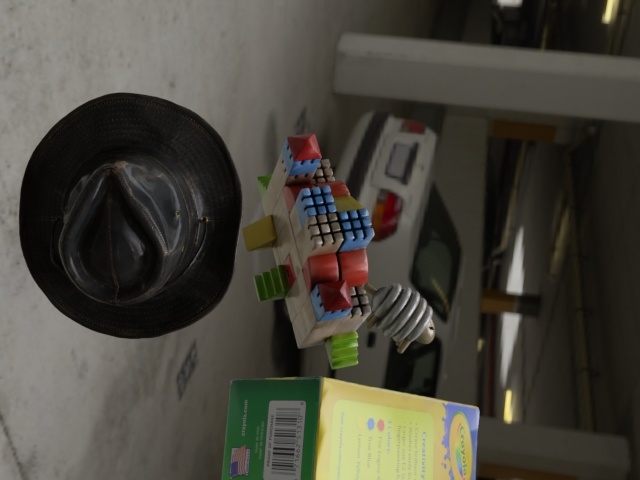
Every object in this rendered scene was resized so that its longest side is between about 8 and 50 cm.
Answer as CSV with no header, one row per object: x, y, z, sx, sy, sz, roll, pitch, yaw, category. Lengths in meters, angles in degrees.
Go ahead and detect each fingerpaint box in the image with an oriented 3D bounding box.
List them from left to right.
0.041,0.418,1.137,0.371,0.163,0.444,20,69,-48,fingerpaint box

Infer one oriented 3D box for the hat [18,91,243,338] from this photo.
-0.256,-0.021,1.117,0.134,0.331,0.331,-65,161,-80,hat

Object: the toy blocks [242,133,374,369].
0.000,0.000,1.468,0.261,0.191,0.381,120,-42,-63,toy blocks

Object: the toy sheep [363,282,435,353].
0.116,0.109,1.313,0.091,0.132,0.091,-52,-173,10,toy sheep
